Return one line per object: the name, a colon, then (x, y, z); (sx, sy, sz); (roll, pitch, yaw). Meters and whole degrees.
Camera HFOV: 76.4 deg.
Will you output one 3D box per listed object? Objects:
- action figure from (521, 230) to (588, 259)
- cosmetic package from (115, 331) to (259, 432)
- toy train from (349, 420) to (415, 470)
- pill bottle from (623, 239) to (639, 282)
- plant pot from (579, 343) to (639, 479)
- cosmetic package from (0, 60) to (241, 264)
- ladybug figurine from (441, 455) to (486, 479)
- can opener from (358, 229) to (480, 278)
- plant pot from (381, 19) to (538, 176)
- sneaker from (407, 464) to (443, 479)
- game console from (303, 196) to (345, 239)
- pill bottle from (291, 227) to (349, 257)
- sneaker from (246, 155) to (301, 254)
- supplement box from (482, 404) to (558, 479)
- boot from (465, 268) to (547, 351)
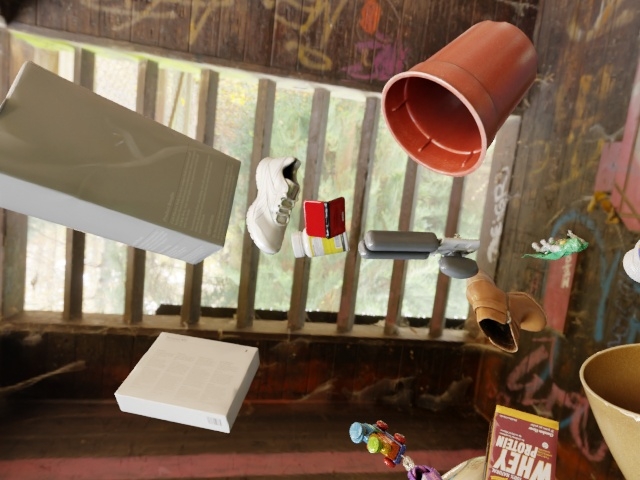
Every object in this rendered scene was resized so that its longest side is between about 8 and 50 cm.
action figure: (0.631, 0.015, 1.072); (0.137, 0.063, 0.232); (-19, 174, 9)
cosmetic package: (-0.432, 0.465, 1.376); (0.378, 0.097, 0.284); (7, -146, 10)
toy train: (0.216, 0.683, 1.334); (0.144, 0.105, 0.248); (32, 169, -34)
pill bottle: (0.973, 0.034, 1.106); (0.153, 0.152, 0.272); (6, 162, 2)
plant pot: (0.599, 0.345, 0.689); (0.238, 0.254, 0.237); (-14, -172, 2)
cosmetic package: (-0.222, -0.070, 0.456); (0.238, 0.127, 0.107); (22, 152, -29)
ladybug figurine: (0.471, 0.898, 1.388); (0.305, 0.449, 0.161); (-14, -127, -40)
can opener: (0.222, 0.024, 0.868); (0.281, 0.093, 0.074); (6, 145, -16)
plant pot: (0.327, -0.335, 0.923); (0.272, 0.265, 0.272); (41, 164, 14)
sneaker: (0.278, 0.677, 1.127); (0.095, 0.104, 0.236); (-21, 160, -27)
game console: (0.018, -0.086, 1.443); (0.124, 0.143, 0.085); (-23, -145, -32)
pill bottle: (0.000, 0.000, 1.565); (0.209, 0.119, 0.119); (-10, -174, 3)
sneaker: (-0.122, -0.108, 1.133); (0.130, 0.296, 0.111); (-8, 163, 40)
supplement box: (0.457, 0.516, 0.945); (0.129, 0.191, 0.194); (9, 150, 23)
boot: (0.509, 0.210, 1.081); (0.284, 0.109, 0.220); (39, -151, -11)
